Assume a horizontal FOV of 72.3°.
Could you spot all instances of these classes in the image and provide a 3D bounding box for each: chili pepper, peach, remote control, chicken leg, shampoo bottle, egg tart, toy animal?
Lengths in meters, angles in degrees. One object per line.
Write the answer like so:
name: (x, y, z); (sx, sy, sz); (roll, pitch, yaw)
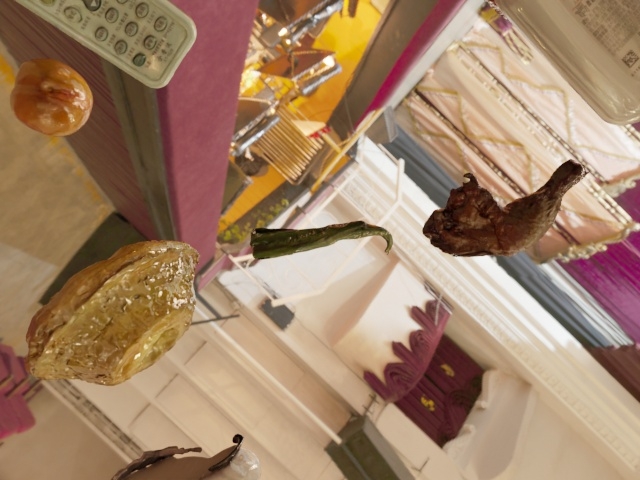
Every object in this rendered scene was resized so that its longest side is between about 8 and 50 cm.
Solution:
chili pepper: (0.000, 0.000, 1.094); (0.358, 0.085, 0.076); (-3, 172, 8)
peach: (-0.489, -0.261, 0.805); (0.138, 0.138, 0.138); (-46, -178, 2)
remote control: (-0.346, -0.361, 0.615); (0.128, 0.335, 0.066); (-46, -145, 21)
chicken leg: (0.366, -0.058, 0.894); (0.322, 0.178, 0.083); (-5, -169, 28)
shampoo bottle: (0.173, -0.187, 0.304); (0.108, 0.221, 0.051); (-50, -171, -2)
egg tart: (-0.321, 0.137, 0.751); (0.341, 0.129, 0.341); (-46, 168, -12)
toy animal: (-0.156, 0.467, 0.584); (0.257, 0.358, 0.194); (-21, -171, 6)

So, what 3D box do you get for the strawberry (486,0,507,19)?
strawberry: (0.296, -0.426, 0.601); (0.274, 0.274, 0.220); (-47, 164, -11)
